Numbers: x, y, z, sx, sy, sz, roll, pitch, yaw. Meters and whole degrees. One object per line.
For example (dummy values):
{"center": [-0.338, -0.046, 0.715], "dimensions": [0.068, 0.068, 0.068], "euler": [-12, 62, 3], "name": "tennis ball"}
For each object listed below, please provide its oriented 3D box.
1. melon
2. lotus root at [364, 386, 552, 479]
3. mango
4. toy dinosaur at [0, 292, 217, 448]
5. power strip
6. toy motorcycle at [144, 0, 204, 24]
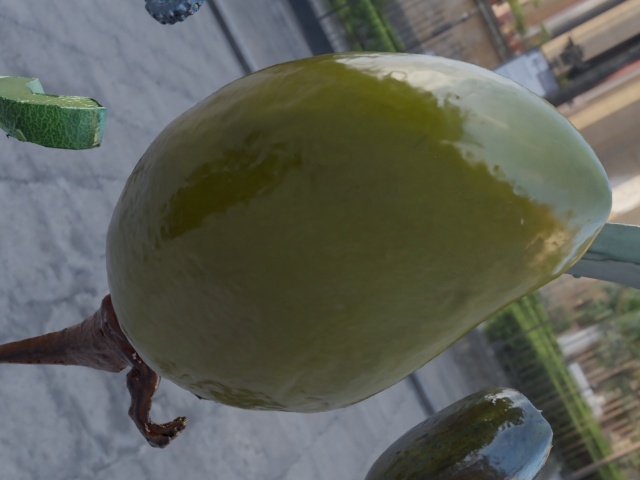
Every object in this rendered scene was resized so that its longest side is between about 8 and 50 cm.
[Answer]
{"center": [-0.373, -0.171, 1.514], "dimensions": [0.209, 0.118, 0.064], "euler": [32, -54, 49], "name": "melon"}
{"center": [0.152, 0.257, 1.288], "dimensions": [0.124, 0.241, 0.123], "euler": [54, 0, -30], "name": "lotus root"}
{"center": [-0.007, -0.004, 0.643], "dimensions": [0.195, 0.331, 0.142], "euler": [41, 48, -8], "name": "mango"}
{"center": [-0.187, 0.111, 1.183], "dimensions": [0.208, 0.432, 0.097], "euler": [58, 25, 9], "name": "toy dinosaur"}
{"center": [0.256, 0.008, 1.198], "dimensions": [0.080, 0.285, 0.048], "euler": [41, 64, -47], "name": "power strip"}
{"center": [-0.096, -0.307, 1.107], "dimensions": [0.094, 0.129, 0.229], "euler": [38, 51, -43], "name": "toy motorcycle"}
